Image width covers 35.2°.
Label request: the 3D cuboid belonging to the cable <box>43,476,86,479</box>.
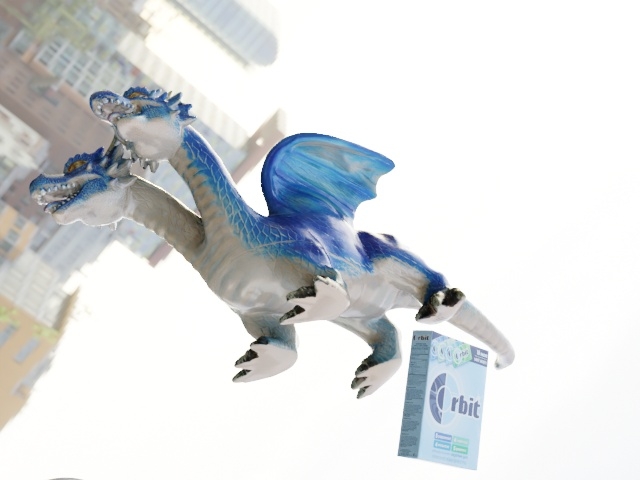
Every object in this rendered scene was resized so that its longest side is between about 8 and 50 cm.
[{"bbox_3d":[-0.421,0.511,1.613,0.089,0.257,0.257,87,18,-54],"label":"cable"}]

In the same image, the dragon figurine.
[{"bbox_3d":[0.000,0.000,0.531,0.085,0.289,0.144,-52,-133,32],"label":"dragon figurine"}]

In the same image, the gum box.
[{"bbox_3d":[0.184,0.238,1.493,0.041,0.157,0.184,-3,-108,42],"label":"gum box"}]
